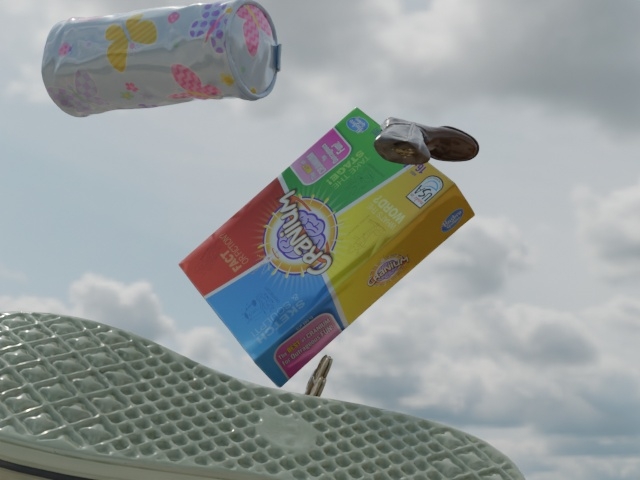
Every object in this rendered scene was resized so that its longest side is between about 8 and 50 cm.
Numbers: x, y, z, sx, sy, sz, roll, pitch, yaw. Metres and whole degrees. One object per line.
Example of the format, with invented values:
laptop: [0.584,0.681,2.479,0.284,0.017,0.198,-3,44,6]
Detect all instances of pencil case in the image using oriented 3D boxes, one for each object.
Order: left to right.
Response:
pencil case: [-0.182,-0.202,1.309,0.273,0.113,0.124,-2,-20,29]

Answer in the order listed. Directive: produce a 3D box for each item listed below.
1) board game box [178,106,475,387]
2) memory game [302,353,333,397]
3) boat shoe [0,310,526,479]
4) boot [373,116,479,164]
board game box: [0.000,0.000,1.448,0.242,0.316,0.064,44,-5,49]
memory game: [-0.028,0.211,1.294,0.012,0.186,0.186,24,-17,-1]
boat shoe: [-0.103,0.179,0.838,0.500,0.156,0.187,15,25,0]
boot: [0.105,-0.090,1.126,0.106,0.037,0.114,12,14,1]
